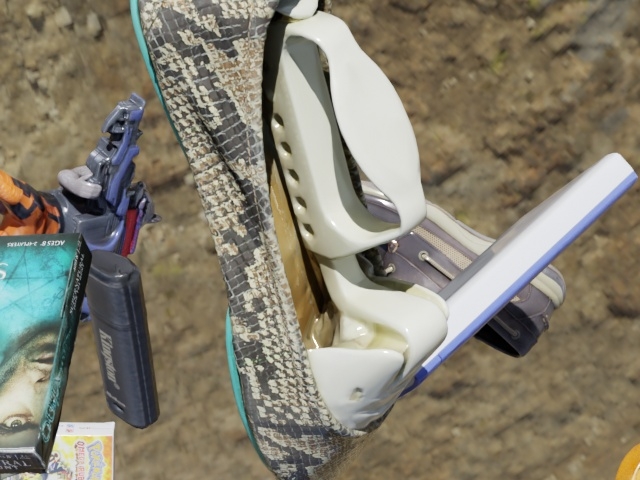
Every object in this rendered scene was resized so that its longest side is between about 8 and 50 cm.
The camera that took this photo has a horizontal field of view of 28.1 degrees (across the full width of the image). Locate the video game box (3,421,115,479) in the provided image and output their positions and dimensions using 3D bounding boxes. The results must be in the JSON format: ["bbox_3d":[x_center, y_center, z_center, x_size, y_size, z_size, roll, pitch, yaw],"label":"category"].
[{"bbox_3d":[-0.374,0.346,1.741,0.187,0.048,0.205,0,107,-8],"label":"video game box"}]

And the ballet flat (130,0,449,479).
[{"bbox_3d":[0.000,0.000,0.949,0.164,0.182,0.482,-41,125,-48],"label":"ballet flat"}]

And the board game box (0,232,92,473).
[{"bbox_3d":[-0.215,0.056,0.637,0.186,0.126,0.026,-3,144,9],"label":"board game box"}]

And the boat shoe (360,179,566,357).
[{"bbox_3d":[0.126,0.036,1.580,0.355,0.130,0.132,23,160,2],"label":"boat shoe"}]

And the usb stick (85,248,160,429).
[{"bbox_3d":[-0.230,0.119,1.483,0.045,0.077,0.278,-50,154,-37],"label":"usb stick"}]

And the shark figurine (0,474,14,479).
[{"bbox_3d":[-0.317,0.227,0.972,0.166,0.116,0.278,38,66,-69],"label":"shark figurine"}]

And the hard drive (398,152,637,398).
[{"bbox_3d":[0.150,0.051,1.239,0.319,0.040,0.210,-39,177,-27],"label":"hard drive"}]

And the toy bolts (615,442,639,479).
[{"bbox_3d":[0.359,0.331,1.370,0.228,0.158,0.218,19,89,-42],"label":"toy bolts"}]

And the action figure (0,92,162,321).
[{"bbox_3d":[-0.357,-0.071,1.707,0.330,0.178,0.341,4,118,-40],"label":"action figure"}]
